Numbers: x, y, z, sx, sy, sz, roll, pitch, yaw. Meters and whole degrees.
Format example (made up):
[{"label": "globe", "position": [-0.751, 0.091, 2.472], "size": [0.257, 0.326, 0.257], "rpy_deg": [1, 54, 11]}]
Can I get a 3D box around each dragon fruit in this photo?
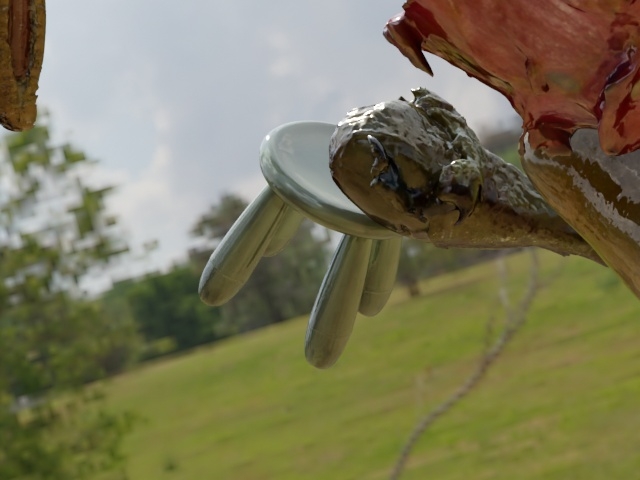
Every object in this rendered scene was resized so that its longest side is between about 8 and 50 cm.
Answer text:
[{"label": "dragon fruit", "position": [0.249, -0.201, 1.317], "size": [0.386, 0.249, 0.371], "rpy_deg": [-41, 0, 4]}]

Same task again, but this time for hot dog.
[{"label": "hot dog", "position": [-0.371, -0.269, 2.268], "size": [0.068, 0.289, 0.083], "rpy_deg": [-10, 28, -28]}]

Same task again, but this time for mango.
[{"label": "mango", "position": [0.344, -0.029, 1.635], "size": [0.384, 0.221, 0.199], "rpy_deg": [24, 3, 34]}]

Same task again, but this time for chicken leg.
[{"label": "chicken leg", "position": [0.171, -0.048, 1.942], "size": [0.361, 0.140, 0.211], "rpy_deg": [17, 24, -20]}]

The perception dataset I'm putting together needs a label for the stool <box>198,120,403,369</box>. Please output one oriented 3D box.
[{"label": "stool", "position": [0.000, 0.000, 2.074], "size": [0.195, 0.195, 0.198], "rpy_deg": [-44, -21, -58]}]
